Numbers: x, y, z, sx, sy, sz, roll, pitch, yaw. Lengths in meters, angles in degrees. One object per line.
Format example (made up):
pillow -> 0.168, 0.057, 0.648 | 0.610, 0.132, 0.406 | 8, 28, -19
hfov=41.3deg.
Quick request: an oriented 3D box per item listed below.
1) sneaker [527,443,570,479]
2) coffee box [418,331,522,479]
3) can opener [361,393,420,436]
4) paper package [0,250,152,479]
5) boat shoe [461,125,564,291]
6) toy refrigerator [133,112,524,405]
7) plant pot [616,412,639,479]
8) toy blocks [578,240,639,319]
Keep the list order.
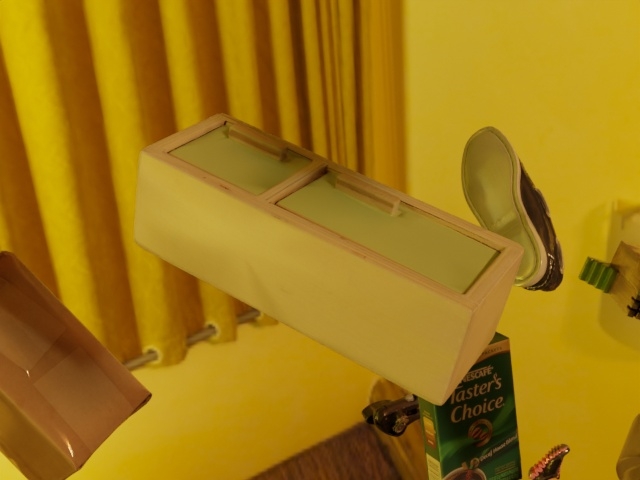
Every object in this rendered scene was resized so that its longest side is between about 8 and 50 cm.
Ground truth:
sneaker -> 0.524, 0.507, 1.908 | 0.057, 0.119, 0.047 | 43, -162, 6
coffee box -> 0.173, 0.207, 0.990 | 0.113, 0.184, 0.040 | -12, -166, -21
can opener -> 0.160, 0.263, 1.365 | 0.186, 0.059, 0.073 | -12, -139, -23
paper package -> -0.478, 0.224, 1.383 | 0.168, 0.325, 0.309 | -47, -175, -35
boat shoe -> 0.315, -0.050, 1.400 | 0.091, 0.302, 0.114 | 19, 143, -42
toy refrigerator -> 0.000, 0.000, 0.623 | 0.270, 0.094, 0.102 | 26, -144, 22
plant pot -> 0.421, 0.372, 0.854 | 0.323, 0.323, 0.280 | 16, -115, 40
toy blocks -> 0.689, 0.127, 1.511 | 0.382, 0.190, 0.261 | 17, -160, -7
